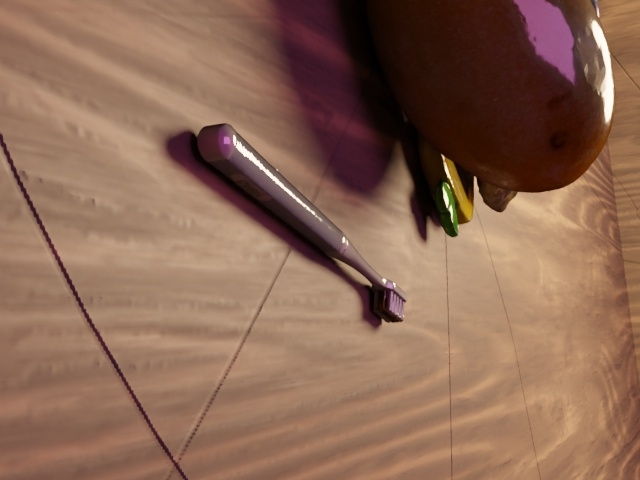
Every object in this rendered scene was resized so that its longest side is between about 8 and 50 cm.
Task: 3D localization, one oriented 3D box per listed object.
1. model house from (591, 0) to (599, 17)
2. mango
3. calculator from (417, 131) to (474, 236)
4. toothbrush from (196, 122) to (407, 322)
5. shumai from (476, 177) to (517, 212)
[{"bbox_3d":[0.346,-0.307,1.474,0.183,0.172,0.166,-14,94,-68],"label":"model house"},{"bbox_3d":[0.148,-0.207,0.935,0.384,0.199,0.221,53,54,-31],"label":"mango"},{"bbox_3d":[0.142,-0.103,1.105,0.234,0.032,0.146,-78,150,-42],"label":"calculator"},{"bbox_3d":[0.000,-0.002,0.748,0.342,0.025,0.030,44,46,-57],"label":"toothbrush"},{"bbox_3d":[0.253,-0.128,1.155,0.201,0.120,0.201,7,90,-71],"label":"shumai"}]
